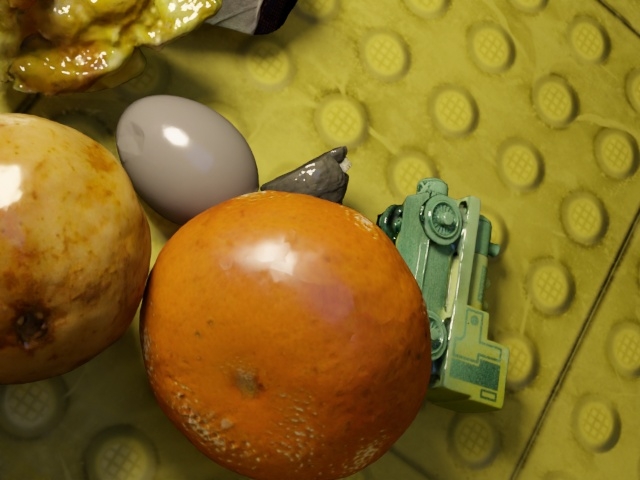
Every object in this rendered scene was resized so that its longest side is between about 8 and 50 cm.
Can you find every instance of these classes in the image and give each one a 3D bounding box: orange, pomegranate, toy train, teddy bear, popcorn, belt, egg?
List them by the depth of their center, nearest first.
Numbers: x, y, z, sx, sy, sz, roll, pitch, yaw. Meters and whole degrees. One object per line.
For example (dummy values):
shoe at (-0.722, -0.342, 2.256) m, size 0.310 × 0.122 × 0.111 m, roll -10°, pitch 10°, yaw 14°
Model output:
pomegranate at (-0.413, -0.005, 1.496) m, size 0.410 × 0.410 × 0.410 m, roll 6°, pitch 75°, yaw -23°
orange at (-0.044, 0.131, 1.592) m, size 0.424 × 0.424 × 0.326 m, roll 46°, pitch 28°, yaw -8°
popcorn at (-0.347, -0.372, 1.635) m, size 0.321 × 0.290 × 0.325 m, roll -8°, pitch 111°, yaw -37°
egg at (-0.202, -0.121, 1.698) m, size 0.232 × 0.176 × 0.176 m, roll 43°, pitch 64°, yaw -11°
teddy bear at (-0.016, -0.010, 1.792) m, size 0.171 × 0.144 × 0.251 m, roll -11°, pitch 99°, yaw 8°
belt at (-0.170, -0.427, 1.802) m, size 0.289 × 0.164 × 0.184 m, roll 12°, pitch 47°, yaw -23°
toy train at (0.203, 0.084, 1.858) m, size 0.237 × 0.150 × 0.369 m, roll 21°, pitch 70°, yaw -28°
